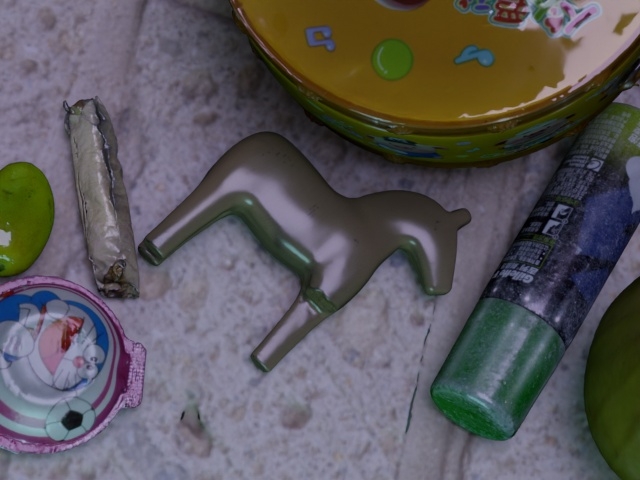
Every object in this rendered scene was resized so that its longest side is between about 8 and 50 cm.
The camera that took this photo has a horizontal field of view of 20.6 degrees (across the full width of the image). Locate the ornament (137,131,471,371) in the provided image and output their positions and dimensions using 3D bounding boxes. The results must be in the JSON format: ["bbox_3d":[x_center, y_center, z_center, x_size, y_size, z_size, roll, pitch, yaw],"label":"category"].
[{"bbox_3d":[0.000,0.000,1.571,0.230,0.061,0.245,45,70,0],"label":"ornament"}]

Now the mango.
[{"bbox_3d":[-0.266,-0.019,1.510,0.073,0.056,0.108,20,67,-14],"label":"mango"}]

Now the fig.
[{"bbox_3d":[0.356,0.111,1.520,0.239,0.271,0.239,7,59,-12],"label":"fig"}]

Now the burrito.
[{"bbox_3d":[-0.191,-0.038,1.547,0.045,0.041,0.186,-16,75,24],"label":"burrito"}]

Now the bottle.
[{"bbox_3d":[0.214,0.025,1.602,0.093,0.093,0.330,34,69,-3],"label":"bottle"}]

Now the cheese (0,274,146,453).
[{"bbox_3d":[-0.267,0.098,1.472,0.244,0.062,0.155,9,74,-11],"label":"cheese"}]

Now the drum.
[{"bbox_3d":[0.115,-0.277,1.528,0.431,0.214,0.431,-1,83,7],"label":"drum"}]
